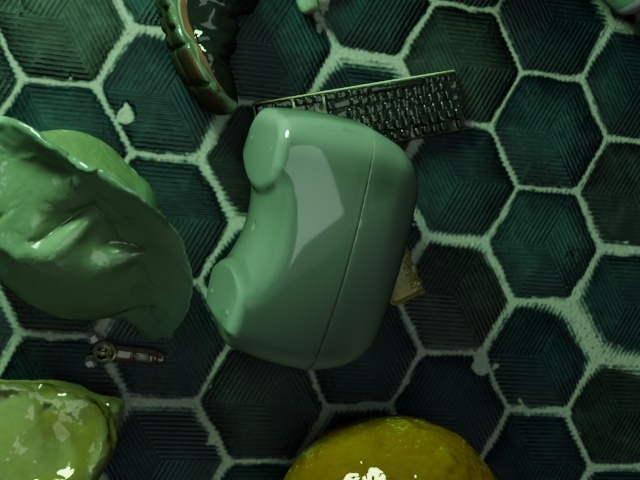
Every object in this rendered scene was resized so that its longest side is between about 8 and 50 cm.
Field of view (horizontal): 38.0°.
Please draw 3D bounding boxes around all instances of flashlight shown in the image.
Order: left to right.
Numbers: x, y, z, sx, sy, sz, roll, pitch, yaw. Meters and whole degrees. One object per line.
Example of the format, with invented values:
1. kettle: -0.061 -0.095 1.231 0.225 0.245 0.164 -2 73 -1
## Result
1. flashlight: -0.273 0.160 1.306 0.110 0.031 0.052 9 91 -13

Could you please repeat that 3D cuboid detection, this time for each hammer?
1. hammer: 0.003 -0.357 1.336 0.083 0.031 0.053 -21 102 -17

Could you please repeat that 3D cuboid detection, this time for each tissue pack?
1. tissue pack: 0.000 0.000 1.249 0.236 0.229 0.333 12 99 -19

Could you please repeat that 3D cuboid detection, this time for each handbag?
1. handbag: 0.116 0.050 1.389 0.061 0.027 0.083 -21 97 -9

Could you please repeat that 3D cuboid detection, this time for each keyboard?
1. keyboard: 0.062 -0.177 1.362 0.317 0.027 0.106 -12 96 -12

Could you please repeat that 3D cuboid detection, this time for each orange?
1. orange: 0.093 0.401 1.277 0.340 0.293 0.341 -3 112 -9

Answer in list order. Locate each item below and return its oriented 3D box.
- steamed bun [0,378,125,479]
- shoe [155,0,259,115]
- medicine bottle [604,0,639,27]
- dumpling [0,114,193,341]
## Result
1. steamed bun: -0.483 0.300 1.214 0.428 0.189 0.247 6 63 -14
2. shoe: -0.147 -0.315 1.268 0.137 0.114 0.291 -14 93 -17
3. medicine bottle: 0.447 -0.428 1.378 0.274 0.133 0.133 43 84 -13
4. dumpling: -0.309 -0.035 1.208 0.320 0.212 0.270 20 126 -27
